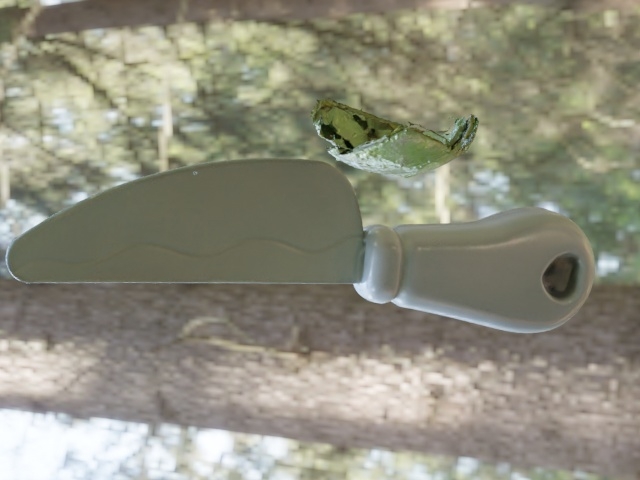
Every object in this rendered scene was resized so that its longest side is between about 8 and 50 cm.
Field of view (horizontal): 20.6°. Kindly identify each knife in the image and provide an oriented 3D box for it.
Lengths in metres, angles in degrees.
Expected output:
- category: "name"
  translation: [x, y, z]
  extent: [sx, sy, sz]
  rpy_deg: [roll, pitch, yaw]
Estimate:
- category: "knife"
  translation: [0.001, -0.002, 0.926]
  extent: [0.331, 0.044, 0.080]
  rpy_deg: [6, -79, -25]

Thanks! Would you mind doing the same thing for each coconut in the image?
- category: "coconut"
  translation: [0.067, -0.084, 1.490]
  extent: [0.133, 0.158, 0.055]
  rpy_deg: [3, -78, -14]
